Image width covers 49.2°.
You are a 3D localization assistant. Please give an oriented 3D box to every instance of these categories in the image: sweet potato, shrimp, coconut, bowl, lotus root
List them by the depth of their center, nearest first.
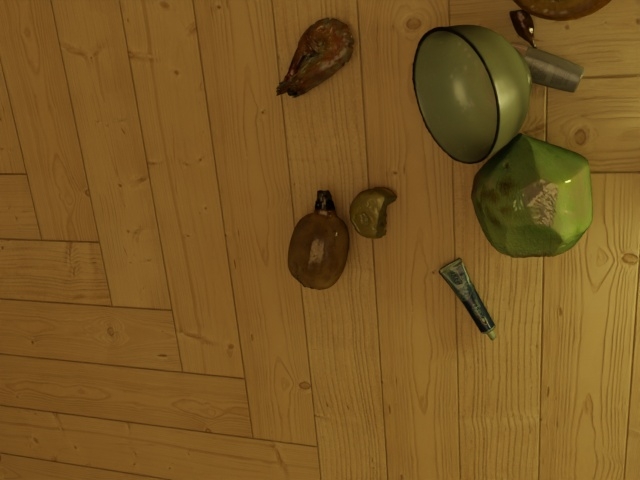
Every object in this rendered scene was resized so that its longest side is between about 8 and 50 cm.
[{"bbox_3d":[0.405,-0.387,1.767,0.185,0.354,0.353,-22,106,-19],"label":"bowl"},{"bbox_3d":[0.525,-0.539,1.782,0.049,0.049,0.117,-25,106,26],"label":"sweet potato"},{"bbox_3d":[0.545,-0.122,1.809,0.328,0.281,0.328,40,144,39],"label":"coconut"},{"bbox_3d":[-0.029,-0.509,1.986,0.294,0.062,0.154,-38,82,25],"label":"shrimp"},{"bbox_3d":[0.000,0.000,2.112,0.183,0.183,0.310,16,109,13],"label":"lotus root"}]

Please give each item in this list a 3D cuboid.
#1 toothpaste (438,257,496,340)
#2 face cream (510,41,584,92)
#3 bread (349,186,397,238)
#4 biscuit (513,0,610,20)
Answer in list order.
[{"bbox_3d":[0.451,0.181,2.086,0.069,0.047,0.268,-28,95,39],"label":"toothpaste"},{"bbox_3d":[0.570,-0.442,1.797,0.198,0.057,0.084,23,123,12],"label":"face cream"},{"bbox_3d":[0.147,-0.087,2.068,0.125,0.086,0.156,21,113,18],"label":"bread"},{"bbox_3d":[0.566,-0.642,1.628,0.296,0.102,0.296,17,147,11],"label":"biscuit"}]
